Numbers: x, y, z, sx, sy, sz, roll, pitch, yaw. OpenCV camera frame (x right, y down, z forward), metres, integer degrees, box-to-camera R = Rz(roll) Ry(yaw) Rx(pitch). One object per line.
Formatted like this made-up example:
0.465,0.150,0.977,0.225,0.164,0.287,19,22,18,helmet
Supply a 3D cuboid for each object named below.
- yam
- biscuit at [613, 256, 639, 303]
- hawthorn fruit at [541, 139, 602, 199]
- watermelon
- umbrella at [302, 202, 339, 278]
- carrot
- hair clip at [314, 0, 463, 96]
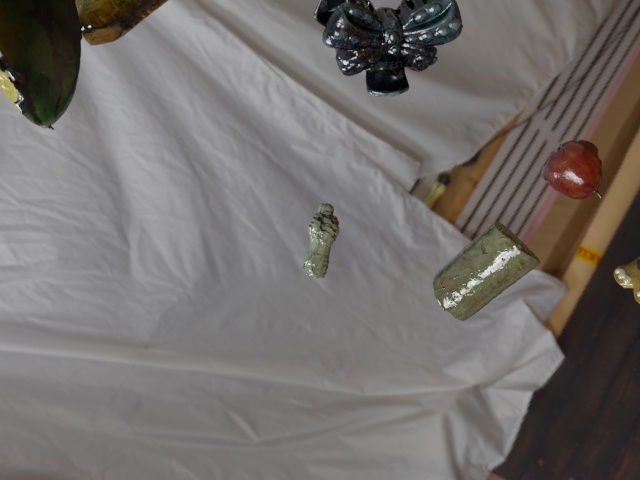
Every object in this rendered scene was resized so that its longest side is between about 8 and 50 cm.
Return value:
0.423,0.075,1.725,0.268,0.161,0.161,-47,23,28,yam
0.793,0.038,1.529,0.240,0.035,0.158,-47,37,8,biscuit
0.656,-0.170,1.697,0.148,0.172,0.148,-34,-12,-9,hawthorn fruit
-0.319,-0.244,0.607,0.129,0.301,0.123,-19,19,46,watermelon
0.000,0.000,1.256,0.062,0.067,0.143,11,91,46,umbrella
-0.281,-0.352,0.971,0.173,0.082,0.082,-30,26,0,carrot
0.144,-0.446,1.452,0.206,0.311,0.194,96,165,-49,hair clip
